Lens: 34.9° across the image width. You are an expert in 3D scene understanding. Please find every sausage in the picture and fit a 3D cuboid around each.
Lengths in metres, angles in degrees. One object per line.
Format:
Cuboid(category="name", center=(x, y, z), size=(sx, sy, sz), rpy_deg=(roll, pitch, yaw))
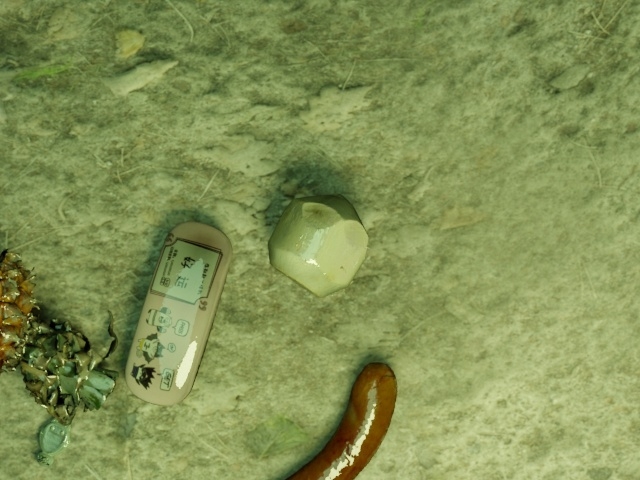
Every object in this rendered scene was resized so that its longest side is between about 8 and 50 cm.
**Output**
Cuboid(category="sausage", center=(0.034, 0.338, 1.670), size=(0.103, 0.076, 0.302), rpy_deg=(38, 88, 6))

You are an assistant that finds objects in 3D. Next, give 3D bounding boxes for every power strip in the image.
Cuboid(category="power strip", center=(-0.456, 0.343, 1.728), size=(0.055, 0.035, 0.083), rpy_deg=(23, 84, 6))

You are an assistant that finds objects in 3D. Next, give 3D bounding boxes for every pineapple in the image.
Cuboid(category="pineapple", center=(-0.469, 0.189, 1.679), size=(0.271, 0.262, 0.262), rpy_deg=(34, 87, -16))

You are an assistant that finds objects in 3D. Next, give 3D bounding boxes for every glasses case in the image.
Cuboid(category="glasses case", center=(-0.239, 0.122, 1.713), size=(0.122, 0.075, 0.314), rpy_deg=(17, 86, 3))

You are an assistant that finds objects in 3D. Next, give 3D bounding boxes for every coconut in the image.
Cuboid(category="coconut", center=(0.002, 0.002, 1.671), size=(0.161, 0.161, 0.162), rpy_deg=(35, 85, 7))
